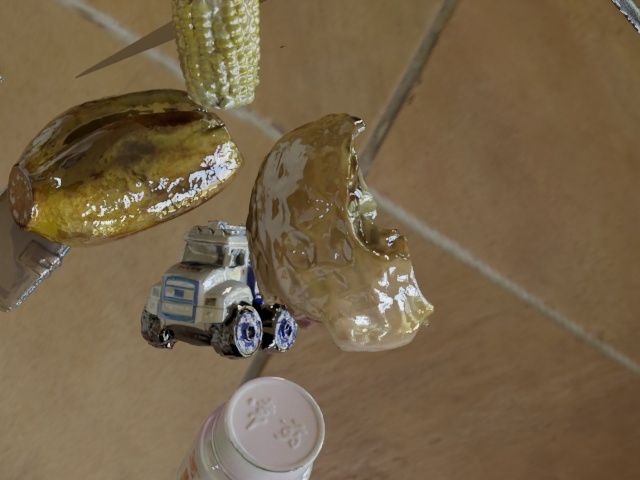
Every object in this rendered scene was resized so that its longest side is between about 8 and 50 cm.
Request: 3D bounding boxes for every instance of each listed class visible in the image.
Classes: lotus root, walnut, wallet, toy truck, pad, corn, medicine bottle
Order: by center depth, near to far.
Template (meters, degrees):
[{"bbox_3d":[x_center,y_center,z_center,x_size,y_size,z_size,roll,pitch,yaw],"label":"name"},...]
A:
[{"bbox_3d":[-0.089,-0.252,1.177,0.086,0.086,0.288,-11,112,-26],"label":"corn"},{"bbox_3d":[-0.001,-0.009,1.329,0.141,0.238,0.204,-16,114,-13],"label":"walnut"},{"bbox_3d":[-0.243,-0.092,1.713,0.291,0.193,0.193,-24,81,-27],"label":"lotus root"},{"bbox_3d":[-0.092,-0.275,1.749,0.315,0.375,0.063,-41,111,-41],"label":"pad"},{"bbox_3d":[-0.377,0.005,1.750,0.118,0.039,0.153,38,68,3],"label":"wallet"},{"bbox_3d":[-0.091,0.282,1.787,0.152,0.254,0.152,10,56,-16],"label":"medicine bottle"},{"bbox_3d":[-0.127,0.061,1.873,0.213,0.161,0.177,0,96,-61],"label":"toy truck"}]

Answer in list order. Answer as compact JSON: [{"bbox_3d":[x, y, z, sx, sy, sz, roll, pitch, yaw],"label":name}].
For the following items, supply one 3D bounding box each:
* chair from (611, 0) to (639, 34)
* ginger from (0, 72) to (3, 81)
[{"bbox_3d":[0.283,-0.088,0.733,0.247,0.158,0.172,52,46,-18],"label":"chair"},{"bbox_3d":[-0.404,-0.066,1.075,0.256,0.176,0.375,5,37,3],"label":"ginger"}]
